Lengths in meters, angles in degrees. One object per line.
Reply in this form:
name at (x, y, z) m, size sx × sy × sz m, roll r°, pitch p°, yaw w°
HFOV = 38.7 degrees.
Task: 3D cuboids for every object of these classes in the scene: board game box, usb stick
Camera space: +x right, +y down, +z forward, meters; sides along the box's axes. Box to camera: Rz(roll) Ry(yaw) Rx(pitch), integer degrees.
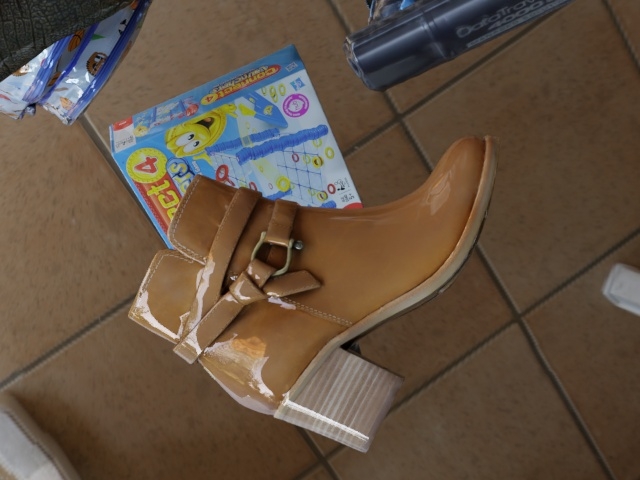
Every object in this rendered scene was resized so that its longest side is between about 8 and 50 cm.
board game box at (-0.116, -0.097, 1.395) m, size 0.302 × 0.086 × 0.308 m, roll -24°, pitch 128°, yaw 2°
usb stick at (0.150, -0.203, 0.762) m, size 0.278 × 0.077 × 0.045 m, roll -23°, pitch 64°, yaw 18°

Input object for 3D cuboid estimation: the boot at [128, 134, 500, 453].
boot at (0.000, 0.000, 0.724) m, size 0.220 × 0.109 × 0.283 m, roll 28°, pitch 85°, yaw 8°

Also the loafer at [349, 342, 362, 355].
loafer at (-0.006, 0.102, 0.979) m, size 0.080 × 0.078 × 0.220 m, roll -31°, pitch 126°, yaw -37°

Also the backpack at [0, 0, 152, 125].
backpack at (-0.323, -0.268, 1.075) m, size 0.213 × 0.263 × 0.276 m, roll 23°, pitch 79°, yaw -15°

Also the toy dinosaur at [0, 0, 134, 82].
toy dinosaur at (-0.196, -0.070, 0.308) m, size 0.121 × 0.313 × 0.160 m, roll 30°, pitch 117°, yaw 14°

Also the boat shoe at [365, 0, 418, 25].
boat shoe at (0.102, -0.383, 1.381) m, size 0.089 × 0.258 × 0.109 m, roll -26°, pitch 109°, yaw 19°
